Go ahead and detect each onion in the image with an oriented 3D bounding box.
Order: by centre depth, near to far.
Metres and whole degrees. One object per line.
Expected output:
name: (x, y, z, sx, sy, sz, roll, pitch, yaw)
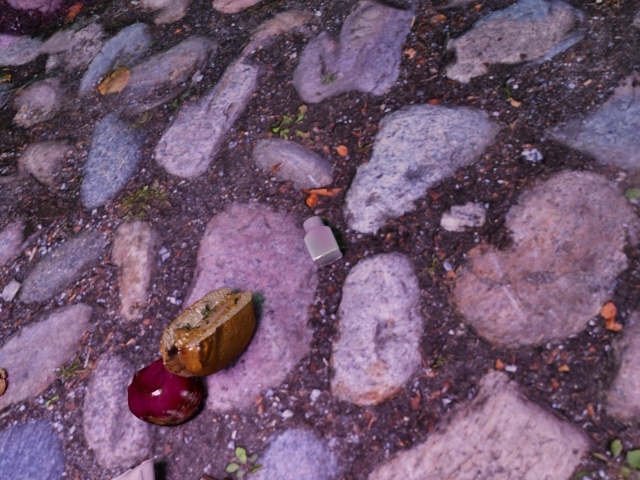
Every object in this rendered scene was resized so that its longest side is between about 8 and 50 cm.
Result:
onion: (-0.367, 0.326, 1.330, 0.173, 0.135, 0.198, -15, 58, 7)

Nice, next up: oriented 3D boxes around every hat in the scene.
hat: (-0.412, 0.571, 1.213, 0.203, 0.203, 0.126, -34, 77, -1)

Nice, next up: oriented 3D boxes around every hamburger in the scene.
hamburger: (-0.260, 0.224, 1.310, 0.144, 0.156, 0.283, 14, 28, 21)

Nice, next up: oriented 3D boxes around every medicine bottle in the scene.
medicine bottle: (0.000, 0.000, 1.425, 0.074, 0.055, 0.117, -27, 60, 4)

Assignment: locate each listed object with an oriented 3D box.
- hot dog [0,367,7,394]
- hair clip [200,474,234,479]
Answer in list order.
hot dog: (-0.942, 0.410, 1.517, 0.236, 0.062, 0.092, -29, 62, 3)
hair clip: (-0.263, 0.646, 1.153, 0.085, 0.101, 0.330, 20, 72, 21)
